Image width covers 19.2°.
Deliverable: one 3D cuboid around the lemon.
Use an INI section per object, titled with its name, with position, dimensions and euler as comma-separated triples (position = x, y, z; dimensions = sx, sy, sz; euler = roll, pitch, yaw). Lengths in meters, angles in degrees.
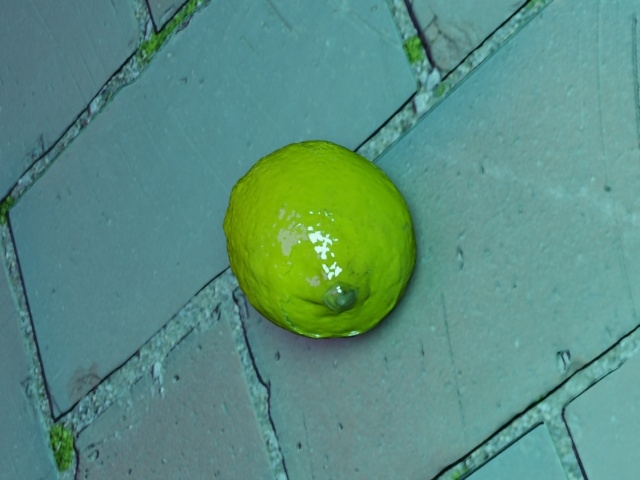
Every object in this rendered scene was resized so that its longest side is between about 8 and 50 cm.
[lemon]
position = -0.002, 0.000, 1.743
dimensions = 0.193, 0.180, 0.181
euler = 12, 90, 49
